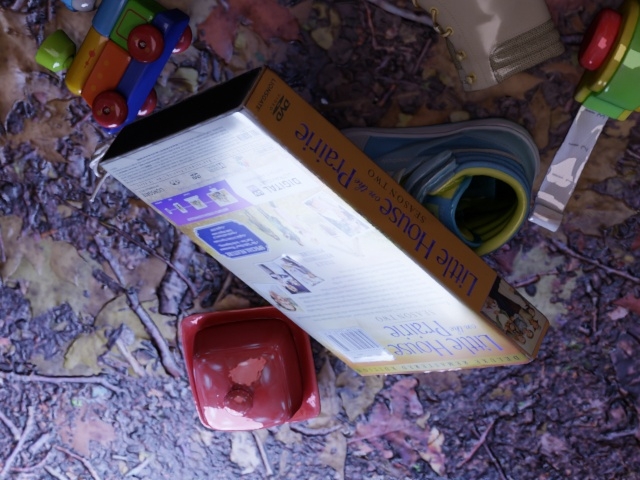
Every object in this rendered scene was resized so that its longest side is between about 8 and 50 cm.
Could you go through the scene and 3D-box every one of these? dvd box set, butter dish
[{"bbox_3d":[0.000,0.000,1.409,0.420,0.062,0.307,40,153,-23],"label":"dvd box set"},{"bbox_3d":[-0.091,0.172,1.598,0.160,0.118,0.160,-6,110,10],"label":"butter dish"}]

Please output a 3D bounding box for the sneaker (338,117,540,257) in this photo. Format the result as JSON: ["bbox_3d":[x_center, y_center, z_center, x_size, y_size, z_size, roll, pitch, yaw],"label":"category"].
[{"bbox_3d":[0.083,-0.047,1.449,0.319,0.208,0.127,-12,110,11],"label":"sneaker"}]

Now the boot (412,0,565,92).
[{"bbox_3d":[0.118,-0.251,1.435,0.262,0.095,0.203,-17,108,8],"label":"boot"}]

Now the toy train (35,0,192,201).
[{"bbox_3d":[-0.264,-0.181,1.504,0.143,0.105,0.248,35,111,5],"label":"toy train"}]

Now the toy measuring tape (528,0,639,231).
[{"bbox_3d":[0.312,-0.144,1.439,0.121,0.121,0.330,23,111,-2],"label":"toy measuring tape"}]
